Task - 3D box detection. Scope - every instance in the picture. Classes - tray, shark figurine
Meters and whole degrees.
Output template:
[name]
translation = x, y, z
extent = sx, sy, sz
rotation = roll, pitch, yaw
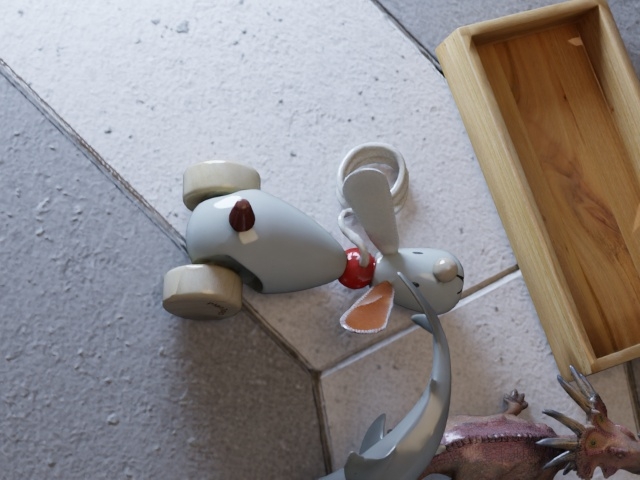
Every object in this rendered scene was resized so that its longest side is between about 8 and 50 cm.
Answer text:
[tray]
translation = 0.299, -0.063, 1.785
extent = 0.203, 0.076, 0.410
rotation = -16, 82, -24
[shark figurine]
translation = 0.064, 0.187, 1.516
extent = 0.116, 0.166, 0.278
rotation = 24, 100, -52

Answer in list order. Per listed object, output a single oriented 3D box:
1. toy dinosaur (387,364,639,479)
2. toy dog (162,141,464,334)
[toy dinosaur]
translation = 0.186, 0.212, 1.593
extent = 0.296, 0.200, 0.127
rotation = -10, 79, -22
[toy dog]
translation = 0.000, 0.000, 1.607
extent = 0.334, 0.161, 0.220
rotation = -11, 79, -23
